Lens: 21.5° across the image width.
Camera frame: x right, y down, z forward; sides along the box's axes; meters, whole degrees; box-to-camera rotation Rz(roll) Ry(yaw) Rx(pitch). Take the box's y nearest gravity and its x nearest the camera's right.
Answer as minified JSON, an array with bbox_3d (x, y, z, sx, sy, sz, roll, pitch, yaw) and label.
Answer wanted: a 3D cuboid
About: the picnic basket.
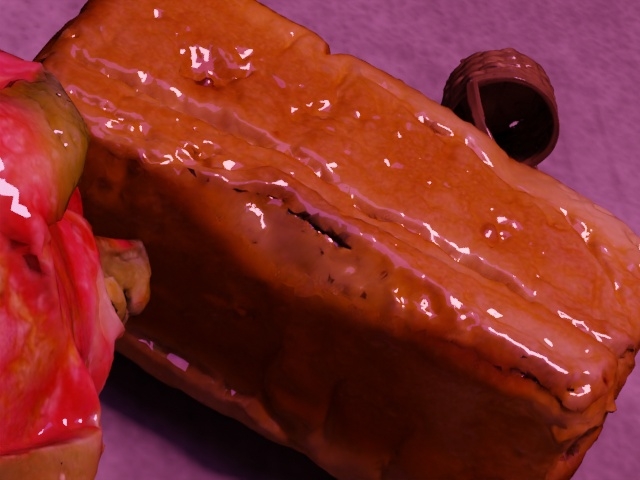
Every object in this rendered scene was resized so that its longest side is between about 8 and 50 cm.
[{"bbox_3d":[0.096,-0.057,0.903,0.072,0.072,0.083,13,37,-12],"label":"picnic basket"}]

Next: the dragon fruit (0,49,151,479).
[{"bbox_3d":[-0.191,0.023,0.532,0.302,0.231,0.237,19,48,-55],"label":"dragon fruit"}]

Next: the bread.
[{"bbox_3d":[0.000,0.000,0.747,0.294,0.132,0.167,30,34,2],"label":"bread"}]
